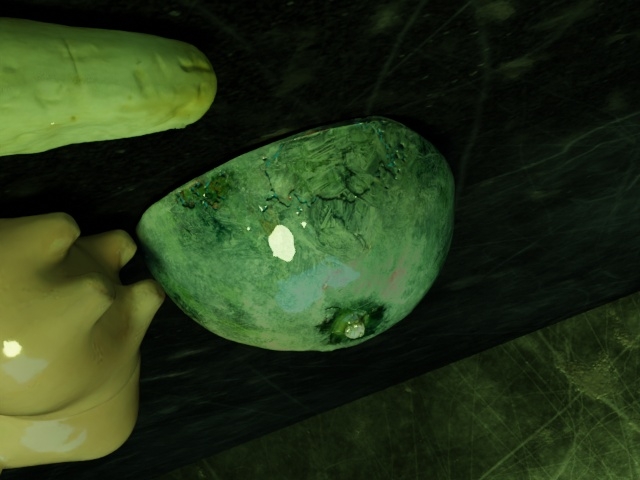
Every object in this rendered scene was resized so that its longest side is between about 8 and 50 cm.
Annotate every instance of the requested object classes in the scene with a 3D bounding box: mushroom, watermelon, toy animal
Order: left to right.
[{"bbox_3d":[-0.210,-0.096,0.830,0.107,0.087,0.333,-32,162,37],"label":"mushroom"},{"bbox_3d":[-0.270,0.099,1.216,0.269,0.237,0.326,-30,158,8],"label":"toy animal"},{"bbox_3d":[0.002,0.006,1.248,0.322,0.175,0.188,-16,165,-13],"label":"watermelon"}]
